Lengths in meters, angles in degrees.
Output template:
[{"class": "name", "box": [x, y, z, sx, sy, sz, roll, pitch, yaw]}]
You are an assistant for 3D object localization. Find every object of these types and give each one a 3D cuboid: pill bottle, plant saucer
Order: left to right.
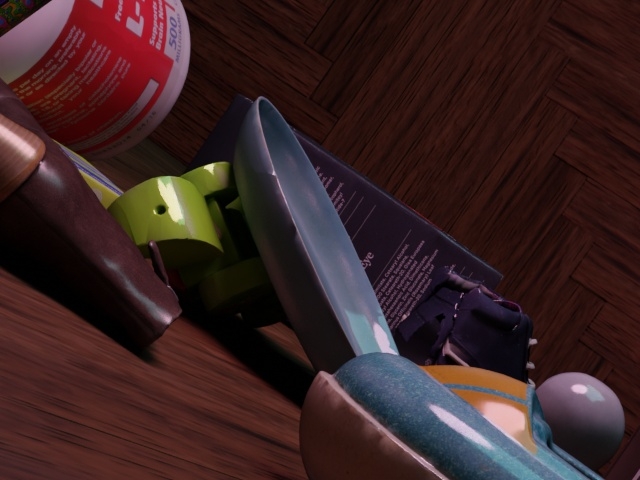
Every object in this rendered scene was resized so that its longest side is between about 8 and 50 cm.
[{"class": "pill bottle", "box": [-0.293, -0.221, 1.789, 0.229, 0.229, 0.407, 36, 2, 20]}, {"class": "plant saucer", "box": [0.001, 0.033, 1.598, 0.317, 0.043, 0.318, -25, 90, -84]}]

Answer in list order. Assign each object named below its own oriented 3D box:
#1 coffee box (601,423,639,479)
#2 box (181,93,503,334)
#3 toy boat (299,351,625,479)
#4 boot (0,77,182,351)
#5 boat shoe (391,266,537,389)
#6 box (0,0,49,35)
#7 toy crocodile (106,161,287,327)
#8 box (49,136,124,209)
[{"class": "coffee box", "box": [0.331, 0.270, 1.419, 0.297, 0.168, 0.119, 35, 2, 25]}, {"class": "box", "box": [0.000, 0.000, 2.188, 0.312, 0.179, 0.343, 33, 2, -12]}, {"class": "toy boat", "box": [0.122, 0.145, 1.144, 0.267, 0.148, 0.318, 35, 2, 9]}, {"class": "boot", "box": [-0.186, -0.019, 1.273, 0.207, 0.090, 0.248, 47, -2, -12]}, {"class": "boat shoe", "box": [0.188, 0.150, 2.009, 0.127, 0.158, 0.340, 37, 3, 40]}, {"class": "box", "box": [-0.285, -0.281, 1.398, 0.279, 0.290, 0.177, 55, -2, -11]}, {"class": "toy crocodile", "box": [-0.086, 0.014, 1.631, 0.340, 0.105, 0.115, 33, 33, -76]}, {"class": "box", "box": [-0.225, -0.054, 1.665, 0.109, 0.042, 0.178, 33, 2, -36]}]
